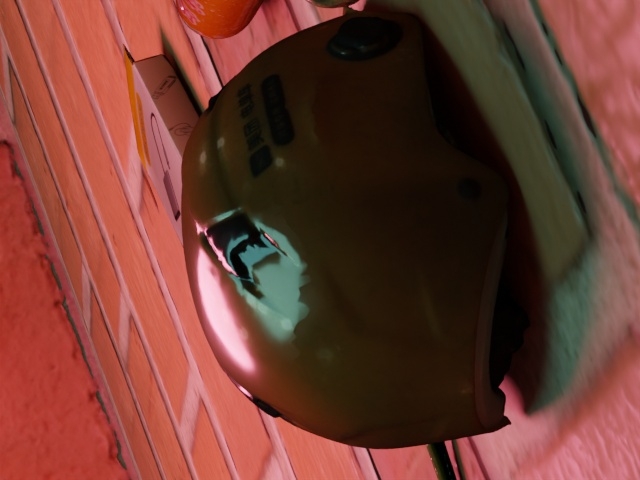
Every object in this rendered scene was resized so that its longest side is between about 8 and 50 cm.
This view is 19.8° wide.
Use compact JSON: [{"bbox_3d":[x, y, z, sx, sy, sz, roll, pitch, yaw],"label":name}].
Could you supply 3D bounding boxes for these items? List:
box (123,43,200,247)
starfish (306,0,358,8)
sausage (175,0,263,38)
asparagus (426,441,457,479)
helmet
[{"bbox_3d":[-0.090,-0.031,1.363,0.129,0.033,0.247,87,160,-50],"label":"box"},{"bbox_3d":[0.018,-0.162,0.675,0.190,0.074,0.146,-156,50,-72],"label":"starfish"},{"bbox_3d":[-0.036,-0.165,0.929,0.348,0.053,0.053,137,115,-75],"label":"sausage"},{"bbox_3d":[0.080,0.175,0.991,0.016,0.013,0.166,-6,106,34],"label":"asparagus"},{"bbox_3d":[0.000,0.000,0.844,0.224,0.130,0.198,-120,21,-45],"label":"helmet"}]
